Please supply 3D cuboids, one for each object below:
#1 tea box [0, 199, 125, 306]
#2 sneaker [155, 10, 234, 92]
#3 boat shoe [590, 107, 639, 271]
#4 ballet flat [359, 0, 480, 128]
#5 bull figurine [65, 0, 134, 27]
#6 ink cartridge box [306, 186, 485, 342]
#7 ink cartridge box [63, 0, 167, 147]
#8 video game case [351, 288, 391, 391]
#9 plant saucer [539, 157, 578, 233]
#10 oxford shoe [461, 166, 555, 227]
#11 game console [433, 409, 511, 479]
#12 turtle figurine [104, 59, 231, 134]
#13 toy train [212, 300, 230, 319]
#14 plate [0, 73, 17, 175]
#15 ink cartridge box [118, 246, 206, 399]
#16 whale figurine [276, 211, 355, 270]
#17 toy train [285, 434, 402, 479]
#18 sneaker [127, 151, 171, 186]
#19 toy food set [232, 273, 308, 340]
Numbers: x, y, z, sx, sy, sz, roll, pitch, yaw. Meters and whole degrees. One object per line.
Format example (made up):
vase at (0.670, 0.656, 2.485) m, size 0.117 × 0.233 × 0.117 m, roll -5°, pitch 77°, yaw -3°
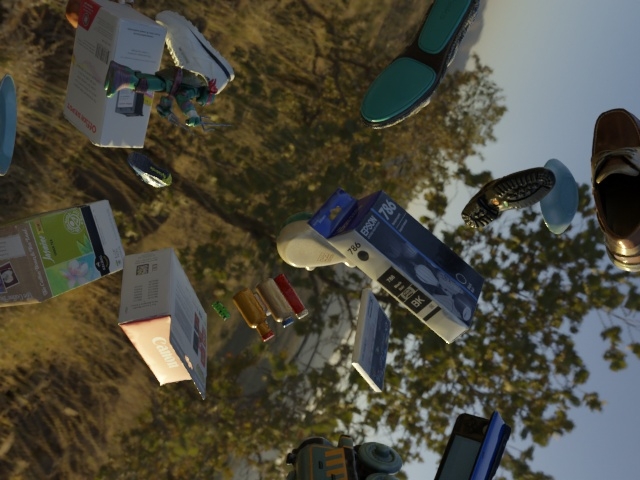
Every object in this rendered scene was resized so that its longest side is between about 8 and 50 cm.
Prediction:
tea box at (-0.805, 0.039, 1.823) m, size 0.323 × 0.329 × 0.219 m, roll -32°, pitch 111°, yaw -58°
sneaker at (-0.317, -0.447, 1.522) m, size 0.095 × 0.235 × 0.090 m, roll -46°, pitch 180°, yaw -15°
boat shoe at (0.529, -0.110, 1.103) m, size 0.116 × 0.123 × 0.324 m, roll 38°, pitch 45°, yaw -43°
ballet flat at (0.294, -0.487, 1.777) m, size 0.482 × 0.164 × 0.182 m, roll -56°, pitch 156°, yaw 0°
bull figurine at (-0.574, -0.622, 1.753) m, size 0.101 × 0.311 × 0.188 m, roll -31°, pitch 142°, yaw -64°
ink cartridge box at (0.145, 0.022, 1.160) m, size 0.065 × 0.333 × 0.165 m, roll -50°, pitch -178°, yaw 38°
ink cartridge box at (-0.507, -0.408, 1.556) m, size 0.131 × 0.226 × 0.306 m, roll -6°, pitch 124°, yaw -43°
video game case at (0.123, 0.238, 1.514) m, size 0.173 × 0.022 × 0.190 m, roll 55°, pitch 38°, yaw -48°
plant saucer at (0.614, -0.114, 1.616) m, size 0.037 × 0.195 × 0.195 m, roll -4°, pitch -129°, yaw 45°
oxford shoe at (0.398, -0.111, 1.348) m, size 0.227 × 0.083 × 0.096 m, roll -26°, pitch -159°, yaw 50°
game console at (0.338, 0.553, 1.557) m, size 0.250 × 0.173 × 0.293 m, roll -3°, pitch -123°, yaw 58°
turtle figurine at (-0.293, -0.283, 1.240) m, size 0.175 × 0.234 × 0.118 m, roll 17°, pitch -86°, yaw 63°
toy train at (-0.255, 0.179, 1.640) m, size 0.024 × 0.083 × 0.017 m, roll -35°, pitch 125°, yaw -13°
plate at (-0.591, -0.214, 1.177) m, size 0.188 × 0.024 × 0.188 m, roll -175°, pitch -90°, yaw -75°
ink cartridge box at (-0.384, 0.222, 1.585) m, size 0.309 × 0.130 × 0.271 m, roll 78°, pitch 2°, yaw -49°
whale figurine at (0.000, 0.000, 1.966) m, size 0.141 × 0.272 × 0.216 m, roll -94°, pitch -158°, yaw -45°
toy train at (0.037, 0.420, 0.990) m, size 0.334 × 0.190 × 0.142 m, roll -97°, pitch -159°, yaw -73°
sneaker at (-0.482, -0.190, 1.763) m, size 0.144 × 0.059 × 0.053 m, roll 40°, pitch 48°, yaw -42°
toy food set at (-0.093, 0.143, 1.309) m, size 0.111 × 0.104 × 0.232 m, roll -33°, pitch 169°, yaw -3°
